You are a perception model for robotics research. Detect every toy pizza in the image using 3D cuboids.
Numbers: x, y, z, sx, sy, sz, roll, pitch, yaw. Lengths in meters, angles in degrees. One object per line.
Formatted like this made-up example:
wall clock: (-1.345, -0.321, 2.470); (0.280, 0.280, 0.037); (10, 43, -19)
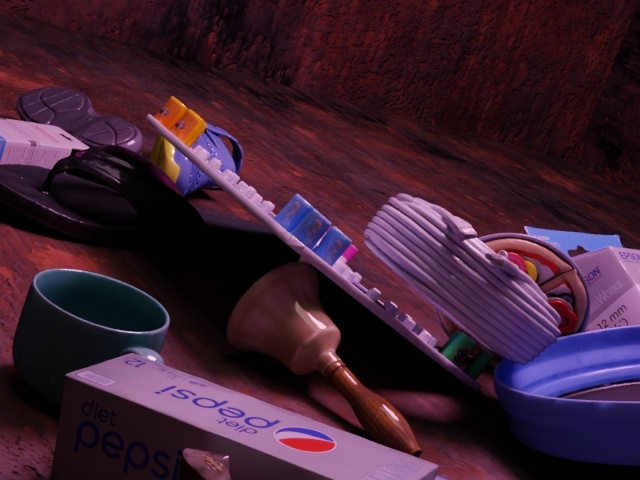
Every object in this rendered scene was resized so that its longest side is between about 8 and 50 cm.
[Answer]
toy pizza: (0.244, 0.084, 1.638); (0.201, 0.201, 0.032); (21, 31, 1)

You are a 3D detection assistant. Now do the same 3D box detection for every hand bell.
hand bell: (0.022, 0.143, 1.340); (0.242, 0.126, 0.126); (43, 24, 31)

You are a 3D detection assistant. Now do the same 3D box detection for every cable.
cable: (0.166, 0.048, 1.481); (0.257, 0.089, 0.257); (40, -1, -33)

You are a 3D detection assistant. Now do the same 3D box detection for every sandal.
sandal: (-0.191, -0.127, 1.969); (0.138, 0.126, 0.317); (24, 15, -5)
sandal: (-0.223, -0.056, 1.674); (0.446, 0.107, 0.167); (13, 16, -30)

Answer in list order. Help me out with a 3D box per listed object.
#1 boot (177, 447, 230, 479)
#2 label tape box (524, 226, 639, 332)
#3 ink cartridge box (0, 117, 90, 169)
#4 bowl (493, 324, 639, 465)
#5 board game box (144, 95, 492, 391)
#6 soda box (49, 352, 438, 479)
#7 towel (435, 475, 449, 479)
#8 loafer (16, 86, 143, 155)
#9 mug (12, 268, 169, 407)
boot: (-0.076, 0.211, 0.878); (0.037, 0.114, 0.106); (4, 21, -47)
label tape box: (0.476, 0.093, 1.819); (0.249, 0.115, 0.347); (6, 48, -45)
ink cartridge box: (-0.418, -0.124, 1.751); (0.180, 0.060, 0.104); (5, 21, -47)
bowl: (0.395, 0.169, 1.452); (0.391, 0.077, 0.391); (-7, 6, 1)
board game box: (0.000, 0.000, 1.578); (0.390, 0.050, 0.390); (39, 0, -41)
soda box: (-0.063, 0.179, 0.964); (0.286, 0.098, 0.091); (17, 14, 25)
towel: (0.069, 0.254, 1.086); (0.209, 0.034, 0.285); (19, 14, -9)
loafer: (-0.364, -0.149, 1.915); (0.109, 0.095, 0.302); (-27, 36, -29)
mug: (-0.209, 0.100, 1.138); (0.129, 0.097, 0.158); (18, 15, -13)
